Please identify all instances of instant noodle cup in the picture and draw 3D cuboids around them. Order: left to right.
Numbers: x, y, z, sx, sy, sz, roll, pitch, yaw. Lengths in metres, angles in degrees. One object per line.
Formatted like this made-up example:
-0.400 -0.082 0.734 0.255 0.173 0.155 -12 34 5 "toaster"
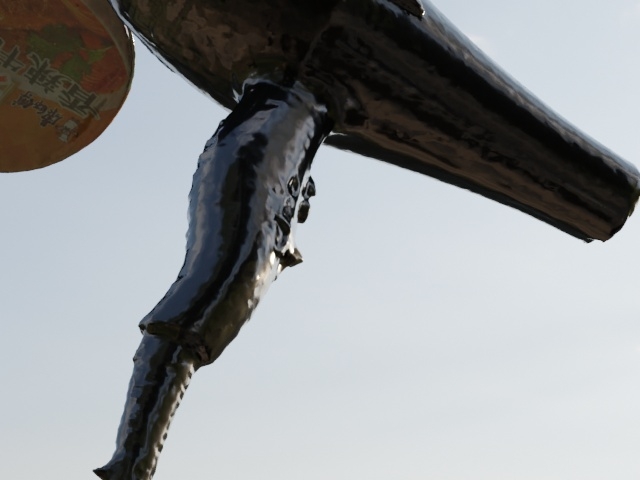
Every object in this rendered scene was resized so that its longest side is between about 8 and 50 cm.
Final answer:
-0.314 -0.243 1.080 0.296 0.214 0.296 -1 -47 -1 "instant noodle cup"

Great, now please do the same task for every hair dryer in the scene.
0.000 0.000 0.494 0.303 0.360 0.120 32 -43 -13 "hair dryer"
